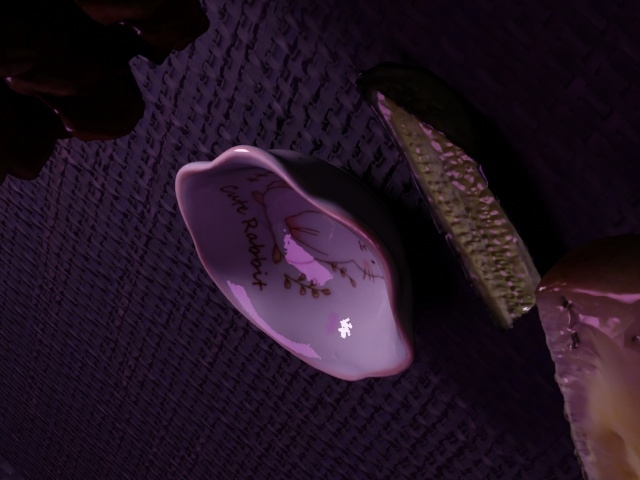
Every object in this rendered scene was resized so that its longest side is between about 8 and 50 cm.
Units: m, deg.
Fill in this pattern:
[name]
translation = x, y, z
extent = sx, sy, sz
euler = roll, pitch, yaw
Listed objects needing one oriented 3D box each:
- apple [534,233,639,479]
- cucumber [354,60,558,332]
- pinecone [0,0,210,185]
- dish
[apple]
translation = 0.246, 0.092, 1.096
extent = 0.193, 0.120, 0.265
euler = 11, 141, 32
[cucumber]
translation = 0.104, -0.032, 1.217
extent = 0.070, 0.046, 0.220
euler = 2, 131, 53
[pinecone]
translation = -0.211, -0.243, 1.094
extent = 0.384, 0.384, 0.384
euler = 36, 152, 22
[dish]
translation = 0.000, 0.000, 1.383
extent = 0.229, 0.081, 0.229
euler = 32, 148, 23
